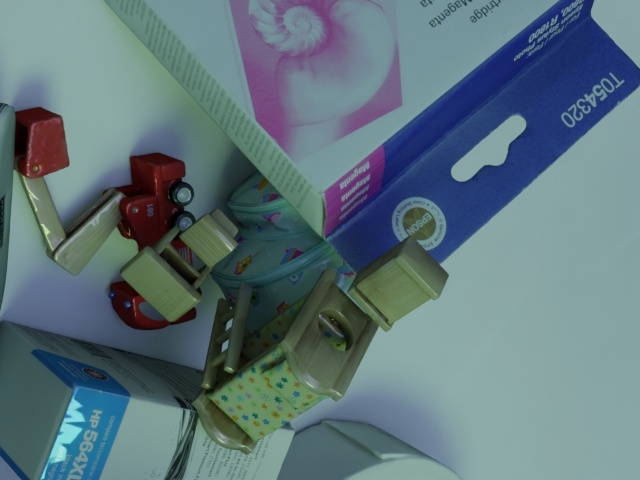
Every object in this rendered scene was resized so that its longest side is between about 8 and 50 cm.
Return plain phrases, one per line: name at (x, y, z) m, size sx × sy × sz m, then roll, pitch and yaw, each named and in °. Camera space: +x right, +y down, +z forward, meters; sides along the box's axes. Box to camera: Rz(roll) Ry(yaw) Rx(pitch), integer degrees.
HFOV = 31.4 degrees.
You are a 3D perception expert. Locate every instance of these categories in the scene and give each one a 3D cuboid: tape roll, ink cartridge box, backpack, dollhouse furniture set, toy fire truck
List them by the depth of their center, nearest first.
dollhouse furniture set at (-0.039, 0.039, 0.797) m, size 0.161 × 0.182 × 0.101 m, roll 45°, pitch 38°, yaw -10°
ink cartridge box at (-0.146, 0.142, 0.885) m, size 0.203 × 0.148 × 0.085 m, roll 21°, pitch 91°, yaw -38°
ink cartridge box at (0.060, -0.172, 0.887) m, size 0.324 × 0.071 × 0.330 m, roll -41°, pitch 84°, yaw -22°
toy fire truck at (-0.167, -0.012, 0.890) m, size 0.135 × 0.047 × 0.192 m, roll -14°, pitch 112°, yaw -33°
backpack at (0.000, 0.000, 0.944) m, size 0.188 × 0.166 × 0.144 m, roll -45°, pitch 115°, yaw -22°
tape roll at (0.023, 0.321, 1.095) m, size 0.286 × 0.100 × 0.286 m, roll -11°, pitch 109°, yaw -34°

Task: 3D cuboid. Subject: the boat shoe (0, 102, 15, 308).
boat shoe at (-0.264, 0.004, 0.814) m, size 0.070 × 0.078 × 0.219 m, roll 9°, pitch 103°, yaw -3°
